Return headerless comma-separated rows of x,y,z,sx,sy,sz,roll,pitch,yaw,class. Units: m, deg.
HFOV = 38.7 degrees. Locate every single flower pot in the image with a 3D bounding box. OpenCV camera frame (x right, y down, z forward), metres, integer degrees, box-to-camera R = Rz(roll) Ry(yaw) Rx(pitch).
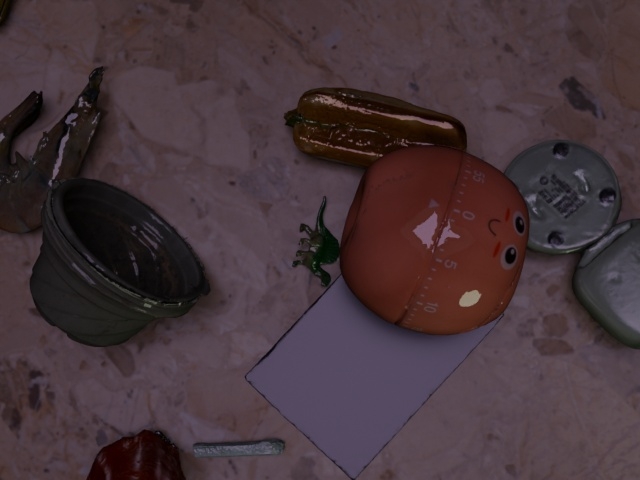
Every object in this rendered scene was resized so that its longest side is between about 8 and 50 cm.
-0.272,0.041,1.149,0.235,0.235,0.140,44,111,7,flower pot

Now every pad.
0.072,0.140,1.212,0.202,0.005,0.300,42,86,7,pad

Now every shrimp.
-0.383,-0.132,1.240,0.145,0.059,0.254,21,88,14,shrimp

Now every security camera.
0.361,0.000,1.188,0.157,0.080,0.301,-41,73,-1,security camera

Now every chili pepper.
-0.232,0.333,1.080,0.144,0.253,0.136,-11,101,-7,chili pepper

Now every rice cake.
-0.107,0.272,1.191,0.121,0.022,0.021,-2,91,2,rice cake

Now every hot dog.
0.073,-0.145,1.219,0.250,0.076,0.104,11,102,7,hot dog

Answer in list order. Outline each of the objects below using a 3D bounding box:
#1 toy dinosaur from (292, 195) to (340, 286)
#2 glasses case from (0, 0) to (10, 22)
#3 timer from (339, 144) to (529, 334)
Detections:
0.000,0.001,1.227,0.060,0.029,0.120,16,77,-12,toy dinosaur
-0.456,-0.412,1.273,0.079,0.064,0.234,9,83,5,glasses case
0.140,-0.001,1.111,0.215,0.229,0.230,17,83,-5,timer
